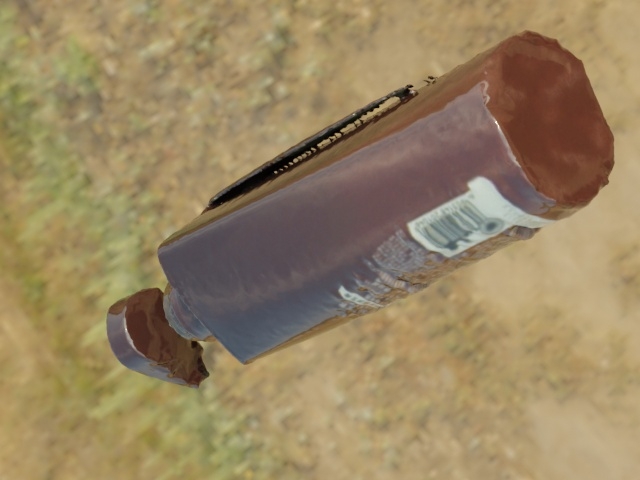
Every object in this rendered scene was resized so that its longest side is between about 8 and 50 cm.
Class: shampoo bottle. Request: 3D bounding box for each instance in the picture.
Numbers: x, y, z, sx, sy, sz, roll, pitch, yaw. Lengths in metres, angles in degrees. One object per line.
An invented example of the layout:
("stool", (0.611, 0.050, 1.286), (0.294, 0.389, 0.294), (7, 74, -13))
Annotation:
("shampoo bottle", (0.002, 0.000, 0.682), (0.236, 0.067, 0.068), (-26, 109, 45))
